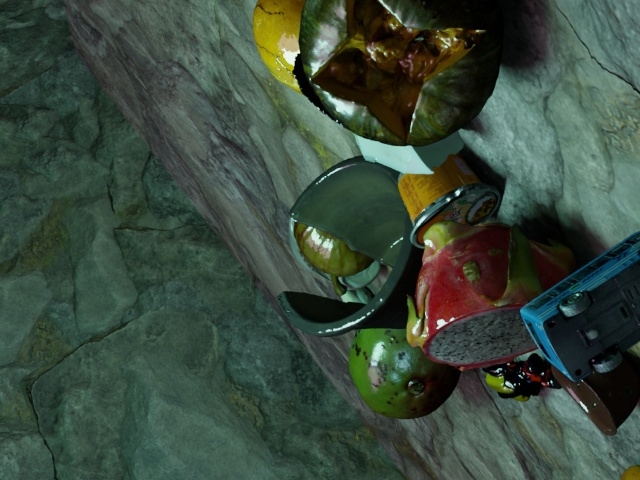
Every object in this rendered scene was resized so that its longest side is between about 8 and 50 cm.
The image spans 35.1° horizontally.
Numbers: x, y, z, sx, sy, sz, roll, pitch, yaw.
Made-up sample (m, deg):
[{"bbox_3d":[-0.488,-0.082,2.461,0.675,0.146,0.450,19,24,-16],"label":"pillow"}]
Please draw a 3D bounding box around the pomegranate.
[{"bbox_3d":[0.178,0.259,2.415,0.323,0.291,0.291,52,166,40],"label":"pomegranate"}]

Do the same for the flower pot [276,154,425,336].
[{"bbox_3d":[0.123,0.042,2.057,0.251,0.379,0.379,28,-176,-40],"label":"flower pot"}]

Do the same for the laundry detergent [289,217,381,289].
[{"bbox_3d":[0.000,0.000,2.653,0.264,0.125,0.398,56,166,-11],"label":"laundry detergent"}]

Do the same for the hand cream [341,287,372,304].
[{"bbox_3d":[0.131,0.216,2.748,0.306,0.093,0.147,56,-159,-7],"label":"hand cream"}]

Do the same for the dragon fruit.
[{"bbox_3d":[0.282,0.070,1.737,0.305,0.305,0.225,87,175,-61],"label":"dragon fruit"}]

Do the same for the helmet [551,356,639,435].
[{"bbox_3d":[0.495,0.247,1.775,0.155,0.106,0.175,59,169,-18],"label":"helmet"}]

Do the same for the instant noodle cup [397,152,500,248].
[{"bbox_3d":[0.216,-0.085,1.818,0.125,0.178,0.208,62,148,24],"label":"instant noodle cup"}]

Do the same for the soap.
[{"bbox_3d":[0.147,-0.203,1.777,0.230,0.145,0.091,22,144,52],"label":"soap"}]

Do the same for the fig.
[{"bbox_3d":[0.043,0.030,2.346,0.217,0.217,0.321,45,147,31],"label":"fig"}]

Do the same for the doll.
[{"bbox_3d":[0.417,0.288,2.111,0.127,0.088,0.249,55,160,-1],"label":"doll"}]

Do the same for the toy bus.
[{"bbox_3d":[0.417,0.084,1.437,0.113,0.246,0.134,58,175,-13],"label":"toy bus"}]

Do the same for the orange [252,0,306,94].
[{"bbox_3d":[0.007,-0.353,1.699,0.246,0.246,0.246,48,163,21],"label":"orange"}]

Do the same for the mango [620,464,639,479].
[{"bbox_3d":[0.618,0.487,1.949,0.105,0.084,0.159,57,164,12],"label":"mango"}]

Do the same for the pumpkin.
[{"bbox_3d":[0.118,-0.289,1.475,0.320,0.192,0.320,10,122,17],"label":"pumpkin"}]
